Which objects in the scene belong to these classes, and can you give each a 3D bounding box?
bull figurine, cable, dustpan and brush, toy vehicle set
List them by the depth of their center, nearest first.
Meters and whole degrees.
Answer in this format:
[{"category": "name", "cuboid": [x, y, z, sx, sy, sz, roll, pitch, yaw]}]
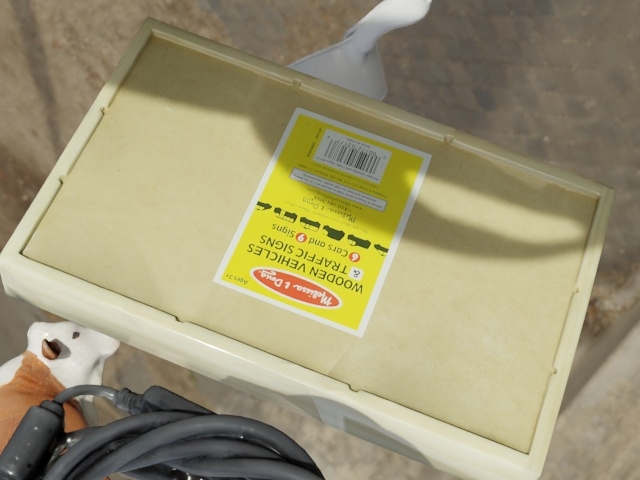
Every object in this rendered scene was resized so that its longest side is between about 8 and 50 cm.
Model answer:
[{"category": "cable", "cuboid": [-0.068, 0.121, 0.367, 0.184, 0.150, 0.047, 20, 147, 39]}, {"category": "toy vehicle set", "cuboid": [0.000, 0.000, 0.552, 0.267, 0.166, 0.035, 21, 150, 6]}, {"category": "dustpan and brush", "cuboid": [0.010, -0.110, 0.712, 0.211, 0.147, 0.060, -12, 100, 48]}, {"category": "bull figurine", "cuboid": [-0.244, 0.203, 0.922, 0.188, 0.310, 0.101, 47, 133, -7]}]
